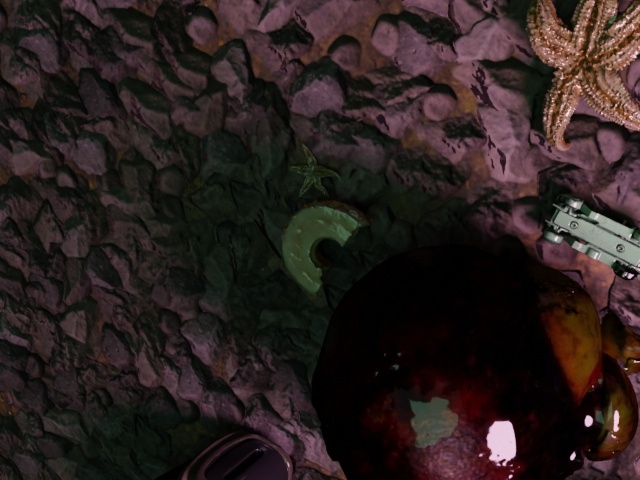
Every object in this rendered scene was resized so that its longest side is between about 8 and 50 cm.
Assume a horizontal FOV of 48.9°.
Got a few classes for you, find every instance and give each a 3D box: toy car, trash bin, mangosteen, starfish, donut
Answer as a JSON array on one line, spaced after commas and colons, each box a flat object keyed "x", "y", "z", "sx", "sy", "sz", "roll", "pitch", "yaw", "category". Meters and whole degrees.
[{"x": 0.374, "y": -0.007, "z": 0.944, "sx": 0.143, "sy": 0.054, "sz": 0.073, "roll": 28, "pitch": 115, "yaw": 17, "category": "toy car"}, {"x": -0.200, "y": 0.469, "z": 1.269, "sx": 0.290, "sy": 0.209, "sz": 0.182, "roll": -31, "pitch": 87, "yaw": 34, "category": "trash bin"}, {"x": 0.194, "y": 0.184, "z": 0.935, "sx": 0.381, "sy": 0.421, "sz": 0.381, "roll": 36, "pitch": 131, "yaw": 55, "category": "mangosteen"}, {"x": -0.010, "y": -0.108, "z": 1.096, "sx": 0.092, "sy": 0.016, "sz": 0.086, "roll": 6, "pitch": 111, "yaw": 27, "category": "starfish"}, {"x": 0.342, "y": -0.219, "z": 0.881, "sx": 0.216, "sy": 0.071, "sz": 0.238, "roll": 33, "pitch": 124, "yaw": 16, "category": "starfish"}, {"x": -0.002, "y": -0.005, "z": 1.099, "sx": 0.108, "sy": 0.065, "sz": 0.166, "roll": 38, "pitch": 119, "yaw": 7, "category": "donut"}]
